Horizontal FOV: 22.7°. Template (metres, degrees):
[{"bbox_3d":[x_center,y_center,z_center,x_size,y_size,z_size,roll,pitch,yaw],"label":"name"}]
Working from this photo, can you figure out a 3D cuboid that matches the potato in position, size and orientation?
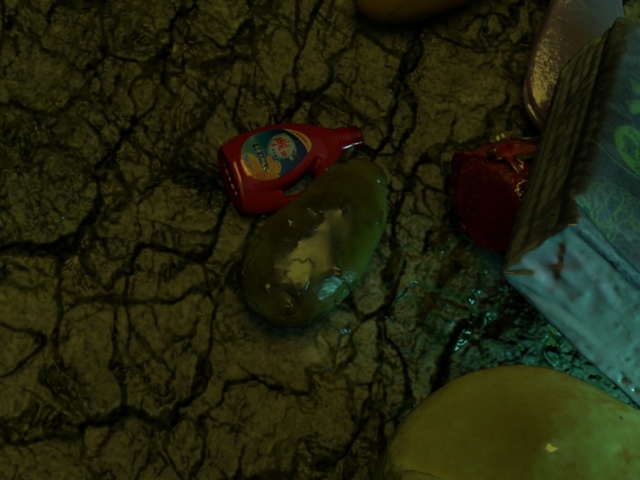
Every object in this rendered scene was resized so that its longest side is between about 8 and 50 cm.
[{"bbox_3d":[0.000,0.000,1.695,0.117,0.090,0.225,35,66,1],"label":"potato"}]

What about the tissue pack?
[{"bbox_3d":[0.348,-0.019,1.628,0.288,0.124,0.394,42,40,-15],"label":"tissue pack"}]

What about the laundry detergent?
[{"bbox_3d":[-0.026,-0.088,1.765,0.165,0.049,0.097,-17,76,-19],"label":"laundry detergent"}]

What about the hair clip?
[{"bbox_3d":[0.304,-0.269,1.907,0.095,0.110,0.359,-14,61,30],"label":"hair clip"}]

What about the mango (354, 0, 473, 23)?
[{"bbox_3d":[0.145,-0.340,1.896,0.253,0.113,0.138,-32,65,-13],"label":"mango"}]

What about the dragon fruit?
[{"bbox_3d":[0.236,-0.039,1.735,0.207,0.133,0.150,17,58,-5],"label":"dragon fruit"}]

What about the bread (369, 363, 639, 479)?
[{"bbox_3d":[0.197,0.281,1.502,0.320,0.237,0.320,10,47,-11],"label":"bread"}]
